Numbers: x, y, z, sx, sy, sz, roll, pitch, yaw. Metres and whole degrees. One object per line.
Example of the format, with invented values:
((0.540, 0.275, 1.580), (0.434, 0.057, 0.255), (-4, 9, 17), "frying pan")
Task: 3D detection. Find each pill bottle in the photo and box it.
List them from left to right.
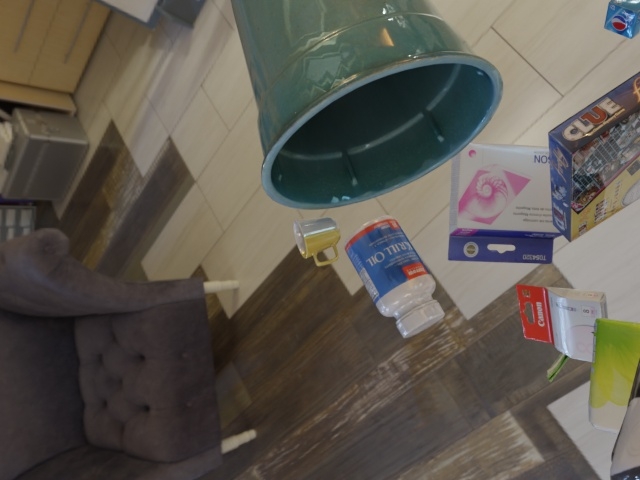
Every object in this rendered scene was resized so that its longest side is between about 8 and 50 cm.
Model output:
((0.148, 0.072, 1.023), (0.124, 0.124, 0.222), (-43, 65, 31), "pill bottle")

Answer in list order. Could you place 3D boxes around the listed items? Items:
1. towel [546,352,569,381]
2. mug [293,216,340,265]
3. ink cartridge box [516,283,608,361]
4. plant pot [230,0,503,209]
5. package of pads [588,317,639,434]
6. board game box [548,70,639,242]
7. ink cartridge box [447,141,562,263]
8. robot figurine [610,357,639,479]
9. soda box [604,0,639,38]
((0.691, 0.353, 1.510), (0.023, 0.152, 0.113), (36, 97, 25), "towel")
((-0.002, -0.002, 0.831), (0.062, 0.064, 0.078), (-172, 67, -73), "mug")
((0.641, 0.219, 1.396), (0.232, 0.066, 0.189), (1, 115, 40), "ink cartridge box")
((0.032, -0.272, 0.757), (0.341, 0.341, 0.334), (-33, 67, 35), "plant pot")
((0.690, 0.282, 1.012), (0.296, 0.101, 0.229), (5, 86, 31), "package of pads")
((0.380, -0.105, 0.673), (0.165, 0.243, 0.042), (-34, 56, 6), "board game box")
((0.523, -0.100, 1.448), (0.071, 0.324, 0.330), (-174, 85, -82), "ink cartridge box")
((0.330, 0.144, 0.388), (0.209, 0.174, 0.278), (7, 55, 43), "robot figurine")
((0.713, -0.524, 1.114), (0.210, 0.067, 0.071), (-37, 53, -8), "soda box")
